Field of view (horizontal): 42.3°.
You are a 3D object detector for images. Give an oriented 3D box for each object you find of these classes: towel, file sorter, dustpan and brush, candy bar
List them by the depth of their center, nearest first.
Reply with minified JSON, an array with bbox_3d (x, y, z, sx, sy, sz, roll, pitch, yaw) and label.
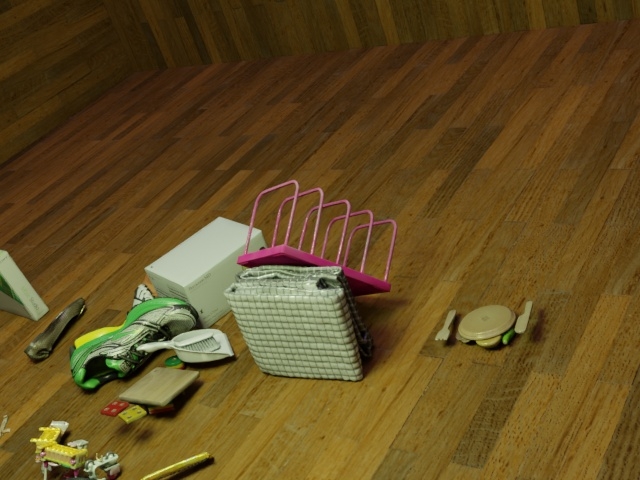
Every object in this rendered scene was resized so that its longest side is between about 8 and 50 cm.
[{"bbox_3d":[-0.290,0.453,1.638,0.161,0.018,0.040,-19,-14,-12],"label":"candy bar"},{"bbox_3d":[-0.039,0.169,1.773,0.283,0.235,0.121,-2,30,29],"label":"towel"},{"bbox_3d":[0.000,0.000,1.872,0.202,0.290,0.182,-13,61,56],"label":"file sorter"},{"bbox_3d":[-0.321,0.247,1.939,0.211,0.060,0.147,-15,19,-11],"label":"dustpan and brush"}]

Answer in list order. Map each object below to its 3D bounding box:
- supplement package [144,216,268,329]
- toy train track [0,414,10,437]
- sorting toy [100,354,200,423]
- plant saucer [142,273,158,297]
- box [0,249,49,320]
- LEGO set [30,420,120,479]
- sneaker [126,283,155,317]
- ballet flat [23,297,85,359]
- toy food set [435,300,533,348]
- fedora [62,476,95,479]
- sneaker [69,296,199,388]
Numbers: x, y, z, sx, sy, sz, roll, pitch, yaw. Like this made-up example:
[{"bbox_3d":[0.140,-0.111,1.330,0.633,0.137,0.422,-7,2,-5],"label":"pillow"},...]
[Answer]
[{"bbox_3d":[-0.283,0.080,2.164,0.262,0.145,0.204,-38,33,-27],"label":"supplement package"},{"bbox_3d":[-0.767,0.447,1.989,0.048,0.014,0.083,-18,29,5],"label":"toy train track"},{"bbox_3d":[-0.361,0.344,1.849,0.132,0.046,0.274,0,21,32],"label":"sorting toy"},{"bbox_3d":[-0.415,0.092,2.336,0.200,0.037,0.200,-16,30,9],"label":"plant saucer"},{"bbox_3d":[-0.964,0.115,2.445,0.322,0.232,0.058,7,44,40],"label":"box"},{"bbox_3d":[-0.552,0.474,1.760,0.132,0.107,0.287,1,5,-43],"label":"LEGO set"},{"bbox_3d":[-0.471,0.187,2.172,0.106,0.078,0.234,-35,29,-11],"label":"sneaker"},{"bbox_3d":[-0.715,0.243,2.263,0.084,0.058,0.250,-45,7,35],"label":"ballet flat"},{"bbox_3d":[0.347,0.180,1.718,0.192,0.038,0.132,-9,24,30],"label":"toy food set"},{"bbox_3d":[-0.445,0.530,1.505,0.334,0.152,0.334,-15,29,9],"label":"fedora"},{"bbox_3d":[-0.446,0.260,2.009,0.343,0.134,0.146,-29,36,3],"label":"sneaker"}]
